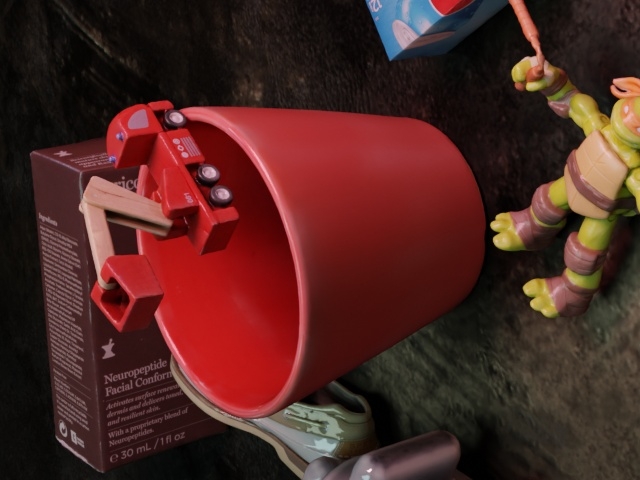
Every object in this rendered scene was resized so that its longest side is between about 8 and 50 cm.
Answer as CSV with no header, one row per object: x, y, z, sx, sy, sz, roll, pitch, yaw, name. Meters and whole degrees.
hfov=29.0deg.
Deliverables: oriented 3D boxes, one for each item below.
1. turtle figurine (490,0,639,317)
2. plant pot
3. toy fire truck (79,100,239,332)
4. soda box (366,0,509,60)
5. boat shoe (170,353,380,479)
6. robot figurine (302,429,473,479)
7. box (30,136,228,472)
0.209,-0.053,0.965,0.269,0.087,0.217,53,146,22,turtle figurine
0.000,0.000,1.135,0.275,0.243,0.275,21,117,49,plant pot
-0.142,-0.026,0.993,0.192,0.135,0.047,58,140,25,toy fire truck
0.128,-0.229,1.031,0.210,0.071,0.067,-36,71,52,soda box
-0.049,0.162,1.381,0.302,0.113,0.103,29,123,34,boat shoe
0.064,0.348,1.197,0.300,0.199,0.354,51,138,39,robot figurine
-0.228,0.069,1.520,0.143,0.191,0.382,19,117,50,box
